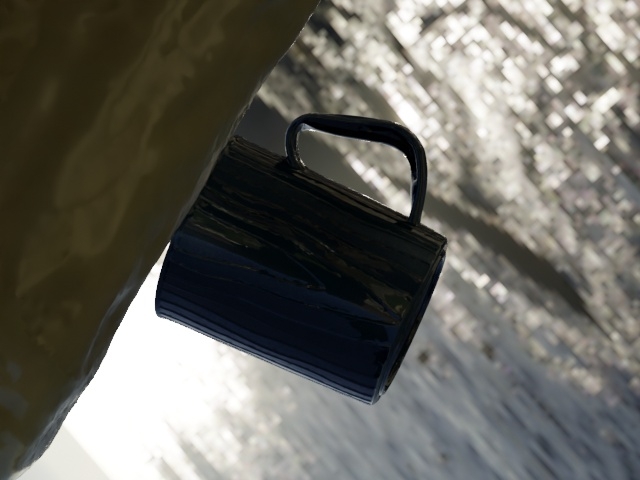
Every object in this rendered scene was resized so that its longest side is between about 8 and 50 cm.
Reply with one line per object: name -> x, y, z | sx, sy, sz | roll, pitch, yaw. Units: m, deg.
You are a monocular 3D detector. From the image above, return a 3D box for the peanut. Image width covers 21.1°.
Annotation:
peanut -> -0.076, -0.071, 0.448 | 0.148, 0.319, 0.147 | 26, 168, 6

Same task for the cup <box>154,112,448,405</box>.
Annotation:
cup -> -0.004, 0.006, 0.973 | 0.138, 0.113, 0.150 | 24, 124, 7
